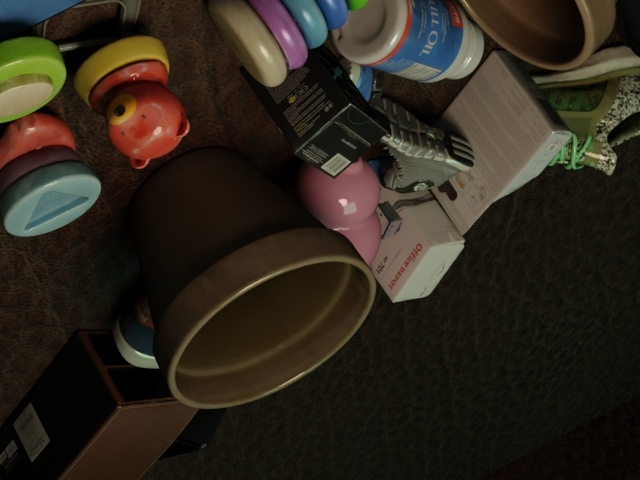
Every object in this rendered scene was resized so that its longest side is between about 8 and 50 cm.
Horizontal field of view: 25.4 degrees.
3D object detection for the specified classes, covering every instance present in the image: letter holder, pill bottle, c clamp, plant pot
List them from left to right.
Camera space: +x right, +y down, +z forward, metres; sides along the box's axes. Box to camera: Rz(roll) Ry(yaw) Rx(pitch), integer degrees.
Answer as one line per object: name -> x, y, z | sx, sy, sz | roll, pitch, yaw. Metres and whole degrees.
c clamp -> -0.273, -0.248, 1.685 | 0.160, 0.022, 0.137 | -10, 143, -35
letter holder -> -0.359, 0.298, 2.312 | 0.214, 0.152, 0.302 | 3, 135, -50
plant pot -> -0.128, 0.030, 1.993 | 0.323, 0.280, 0.323 | -25, 151, -15
pill bottle -> 0.126, -0.283, 1.931 | 0.221, 0.124, 0.124 | 6, 133, -51
plant pot -> 0.323, -0.395, 1.872 | 0.229, 0.263, 0.263 | -45, 154, -15

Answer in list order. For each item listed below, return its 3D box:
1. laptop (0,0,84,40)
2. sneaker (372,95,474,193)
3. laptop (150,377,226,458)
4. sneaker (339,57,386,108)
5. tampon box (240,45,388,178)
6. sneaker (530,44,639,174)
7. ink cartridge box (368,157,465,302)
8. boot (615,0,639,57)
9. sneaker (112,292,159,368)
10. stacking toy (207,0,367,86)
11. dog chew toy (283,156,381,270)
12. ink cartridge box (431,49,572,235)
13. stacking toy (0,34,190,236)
laptop -> -0.146, -0.349, 1.444 | 0.382, 0.407, 0.236 | 82, 30, -59
sneaker -> 0.113, -0.130, 2.161 | 0.228, 0.086, 0.132 | 24, 135, -28
laptop -> -0.296, 0.296, 2.514 | 0.264, 0.137, 0.234 | -15, 157, 22
sneaker -> 0.039, -0.195, 2.047 | 0.084, 0.058, 0.152 | 5, 128, -37
tampon box -> -0.009, -0.186, 1.903 | 0.101, 0.161, 0.120 | -40, 150, 13
sneaker -> 0.403, -0.177, 2.314 | 0.410, 0.182, 0.158 | -25, 151, -15
ink cartridge box -> 0.124, -0.018, 2.267 | 0.082, 0.191, 0.140 | -7, 142, -39
boot -> 0.545, -0.318, 2.216 | 0.094, 0.207, 0.246 | -32, 151, -2
sneaker -> -0.154, 0.125, 2.269 | 0.350, 0.131, 0.148 | -2, 142, -44
stacking toy -> 0.027, -0.337, 1.763 | 0.330, 0.141, 0.141 | -37, 152, -7
dog chew toy -> 0.000, 0.000, 2.176 | 0.206, 0.206, 0.332 | -13, 138, -32
ink cartridge box -> 0.261, -0.151, 2.207 | 0.066, 0.189, 0.232 | 2, 136, -40
stacking toy -> -0.325, -0.106, 1.681 | 0.309, 0.130, 0.279 | -40, 158, 29
